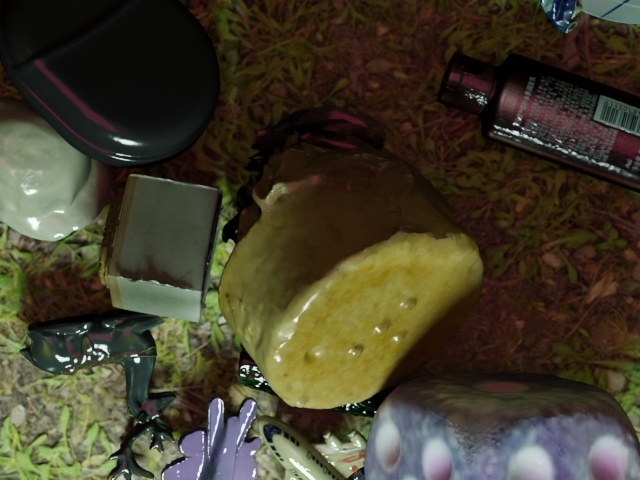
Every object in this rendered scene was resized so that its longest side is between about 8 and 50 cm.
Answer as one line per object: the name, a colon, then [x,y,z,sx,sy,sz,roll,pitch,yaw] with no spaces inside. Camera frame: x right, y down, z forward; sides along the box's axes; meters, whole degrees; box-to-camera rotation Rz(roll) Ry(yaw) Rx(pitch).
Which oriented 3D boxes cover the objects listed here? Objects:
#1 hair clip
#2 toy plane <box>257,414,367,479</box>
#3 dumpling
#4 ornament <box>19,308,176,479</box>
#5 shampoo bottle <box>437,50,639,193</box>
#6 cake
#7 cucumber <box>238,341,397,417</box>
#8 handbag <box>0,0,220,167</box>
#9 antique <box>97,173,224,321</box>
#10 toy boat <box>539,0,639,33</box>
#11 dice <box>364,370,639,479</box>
hair clip: [-0.151,0.342,1.696,0.137,0.090,0.278,7,91,-19]
toy plane: [0.006,0.325,1.698,0.242,0.104,0.256,-43,95,3]
dumpling: [-0.391,-0.100,1.641,0.250,0.132,0.162,27,83,-20]
ornament: [-0.290,0.217,1.687,0.202,0.080,0.236,-8,94,-6]
shampoo bottle: [0.320,-0.167,1.697,0.323,0.084,0.129,18,90,-3]
cake: [0.003,0.004,1.617,0.332,0.332,0.321,-33,55,-1]
cucumber: [0.000,0.192,1.706,0.241,0.074,0.074,17,92,-5]
handbag: [-0.266,-0.240,1.614,0.308,0.093,0.254,46,62,-5]
antique: [-0.207,0.011,1.626,0.148,0.152,0.146,11,70,-2]
toy boat: [0.426,-0.367,1.715,0.291,0.067,0.220,16,93,-15]
dice: [0.229,0.316,1.592,0.270,0.270,0.271,-2,95,-28]
